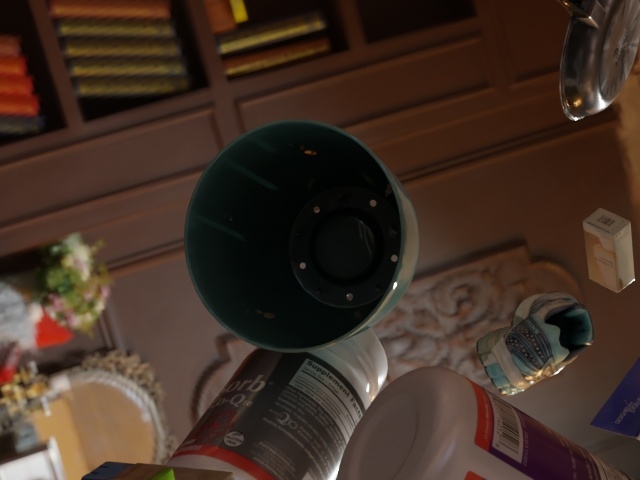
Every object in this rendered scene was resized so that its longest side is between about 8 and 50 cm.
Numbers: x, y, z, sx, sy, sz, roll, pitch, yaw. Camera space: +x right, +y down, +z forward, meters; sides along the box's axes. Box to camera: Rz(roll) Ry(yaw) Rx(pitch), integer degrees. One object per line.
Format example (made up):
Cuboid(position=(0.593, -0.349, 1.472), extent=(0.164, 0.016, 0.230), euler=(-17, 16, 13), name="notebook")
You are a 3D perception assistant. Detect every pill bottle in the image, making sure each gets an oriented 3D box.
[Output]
Cuboid(position=(-0.054, 0.268, 1.630), extent=(0.363, 0.210, 0.210), euler=(-52, 141, -45), name="pill bottle")
Cuboid(position=(0.184, 0.262, 1.086), extent=(0.323, 0.181, 0.181), euler=(32, 3, -19), name="pill bottle")

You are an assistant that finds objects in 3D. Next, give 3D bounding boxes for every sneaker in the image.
Cuboid(position=(0.320, 0.127, 1.556), extent=(0.110, 0.122, 0.283), euler=(62, 31, 0), name="sneaker")

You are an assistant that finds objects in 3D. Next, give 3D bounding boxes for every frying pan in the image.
Cuboid(position=(0.329, -0.279, 1.378), extent=(0.053, 0.197, 0.326), euler=(19, -28, 29), name="frying pan")

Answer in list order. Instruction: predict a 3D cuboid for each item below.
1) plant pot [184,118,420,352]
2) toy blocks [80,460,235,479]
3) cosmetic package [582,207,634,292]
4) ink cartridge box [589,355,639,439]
Cuboid(position=(0.000, 0.000, 1.553), extent=(0.293, 0.293, 0.235), euler=(70, 16, 10), name="plant pot")
Cuboid(position=(-0.271, 0.345, 1.264), extent=(0.261, 0.381, 0.190), euler=(-2, -76, 33), name="toy blocks")
Cuboid(position=(0.427, 0.015, 1.722), extent=(0.060, 0.041, 0.115), euler=(30, -33, 45), name="cosmetic package")
Cuboid(position=(0.585, 0.201, 1.637), extent=(0.307, 0.303, 0.072), euler=(18, -50, 32), name="ink cartridge box")
